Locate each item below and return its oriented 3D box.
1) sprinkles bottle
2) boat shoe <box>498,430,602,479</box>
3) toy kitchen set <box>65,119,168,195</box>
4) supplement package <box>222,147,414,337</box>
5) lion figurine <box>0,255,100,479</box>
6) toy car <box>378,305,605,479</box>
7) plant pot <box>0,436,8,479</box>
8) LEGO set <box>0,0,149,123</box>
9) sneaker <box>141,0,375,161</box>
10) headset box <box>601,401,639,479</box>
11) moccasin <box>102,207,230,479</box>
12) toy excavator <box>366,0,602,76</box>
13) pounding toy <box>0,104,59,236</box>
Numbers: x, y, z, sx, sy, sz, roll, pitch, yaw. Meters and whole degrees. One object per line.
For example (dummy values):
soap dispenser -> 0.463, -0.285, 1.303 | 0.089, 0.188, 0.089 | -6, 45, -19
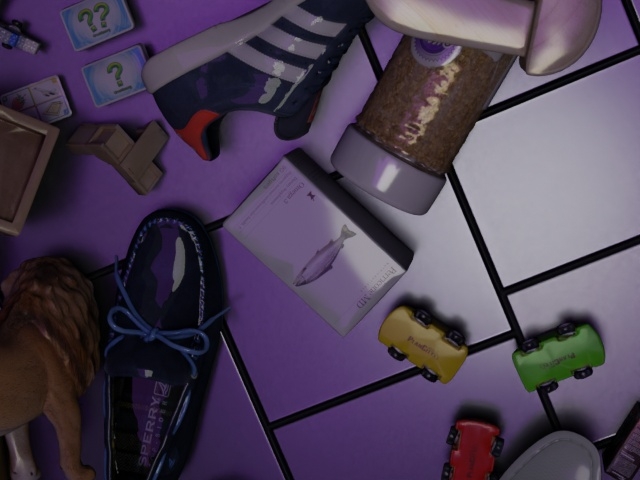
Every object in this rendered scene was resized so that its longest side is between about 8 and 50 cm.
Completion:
sprinkles bottle -> 0.145, -0.204, 1.561 | 0.121, 0.121, 0.355 | 30, 101, 3
boat shoe -> 0.228, 0.341, 1.650 | 0.114, 0.091, 0.302 | 34, 105, 24
toy kitchen set -> -0.221, -0.104, 1.680 | 0.083, 0.075, 0.068 | 50, 62, -34
supplement package -> 0.000, 0.000, 1.621 | 0.179, 0.105, 0.105 | 42, 101, 0
lion figurine -> -0.358, 0.162, 1.560 | 0.142, 0.392, 0.240 | -3, 99, 27
toy car -> 0.203, 0.150, 1.642 | 0.225, 0.053, 0.239 | -23, 95, 11
plant pot -> -0.448, 0.282, 1.689 | 0.237, 0.237, 0.254 | 7, 84, 7
LEGO set -> -0.325, -0.215, 1.656 | 0.244, 0.060, 0.182 | -18, 96, 15
sneaker -> -0.012, -0.197, 1.588 | 0.350, 0.131, 0.148 | -25, 96, 20
headset box -> 0.341, 0.217, 1.626 | 0.032, 0.062, 0.083 | 30, 103, 2
moccasin -> -0.174, 0.139, 1.662 | 0.137, 0.117, 0.342 | 4, 99, 8
toy excavator -> 0.009, -0.332, 1.415 | 0.433, 0.222, 0.445 | -16, 102, 5
pounding toy -> -0.416, -0.073, 1.616 | 0.206, 0.094, 0.181 | 22, 84, -19
